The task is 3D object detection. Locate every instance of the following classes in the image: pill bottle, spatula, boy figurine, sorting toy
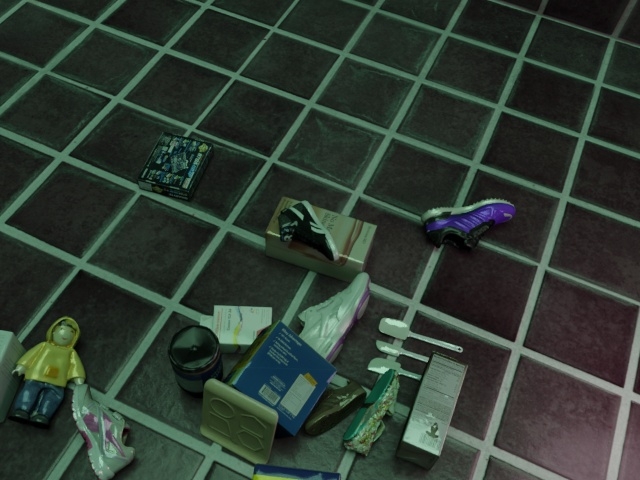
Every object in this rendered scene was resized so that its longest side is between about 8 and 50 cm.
[{"bbox_3d":[-0.305,0.309,1.603,0.123,0.219,0.122,2,56,-3],"label":"pill bottle"},{"bbox_3d":[0.265,0.313,1.765,0.242,0.019,0.168,16,55,7],"label":"spatula"},{"bbox_3d":[-0.675,0.328,1.634,0.177,0.092,0.285,24,58,-16],"label":"boy figurine"},{"bbox_3d":[-0.196,0.433,1.543,0.193,0.208,0.038,24,39,12],"label":"sorting toy"}]

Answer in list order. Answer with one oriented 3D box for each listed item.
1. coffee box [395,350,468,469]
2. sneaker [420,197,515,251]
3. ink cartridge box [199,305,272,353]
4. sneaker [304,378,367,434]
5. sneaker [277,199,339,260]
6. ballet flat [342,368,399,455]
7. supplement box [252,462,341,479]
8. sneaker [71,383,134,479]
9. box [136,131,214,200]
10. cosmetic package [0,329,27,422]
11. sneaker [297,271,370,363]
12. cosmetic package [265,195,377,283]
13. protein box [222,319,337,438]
[{"bbox_3d":[0.277,0.424,1.610,0.098,0.141,0.246,20,58,10],"label":"coffee box"},{"bbox_3d":[0.465,-0.033,1.977,0.294,0.102,0.146,-10,61,-5],"label":"sneaker"},{"bbox_3d":[-0.233,0.242,1.747,0.198,0.067,0.115,2,56,-3],"label":"ink cartridge box"},{"bbox_3d":[0.028,0.426,1.655,0.189,0.066,0.071,-26,43,-24],"label":"sneaker"},{"bbox_3d":[-0.045,-0.006,1.781,0.121,0.079,0.216,-25,56,-12],"label":"sneaker"},{"bbox_3d":[0.142,0.441,1.643,0.077,0.091,0.241,45,64,-11],"label":"ballet flat"},{"bbox_3d":[-0.071,0.689,1.374,0.196,0.194,0.356,6,55,0],"label":"supplement box"},{"bbox_3d":[-0.526,0.456,1.568,0.111,0.103,0.252,-21,66,-22],"label":"sneaker"},{"bbox_3d":[-0.463,-0.242,2.073,0.175,0.051,0.220,14,56,5],"label":"box"},{"bbox_3d":[-0.842,0.329,1.592,0.152,0.151,0.183,8,54,2],"label":"cosmetic package"},{"bbox_3d":[0.029,0.195,1.760,0.152,0.114,0.305,28,64,17],"label":"sneaker"},{"bbox_3d":[0.000,0.000,1.893,0.296,0.129,0.153,17,57,7],"label":"cosmetic package"},{"bbox_3d":[-0.107,0.347,1.602,0.200,0.136,0.201,41,59,-7],"label":"protein box"}]
